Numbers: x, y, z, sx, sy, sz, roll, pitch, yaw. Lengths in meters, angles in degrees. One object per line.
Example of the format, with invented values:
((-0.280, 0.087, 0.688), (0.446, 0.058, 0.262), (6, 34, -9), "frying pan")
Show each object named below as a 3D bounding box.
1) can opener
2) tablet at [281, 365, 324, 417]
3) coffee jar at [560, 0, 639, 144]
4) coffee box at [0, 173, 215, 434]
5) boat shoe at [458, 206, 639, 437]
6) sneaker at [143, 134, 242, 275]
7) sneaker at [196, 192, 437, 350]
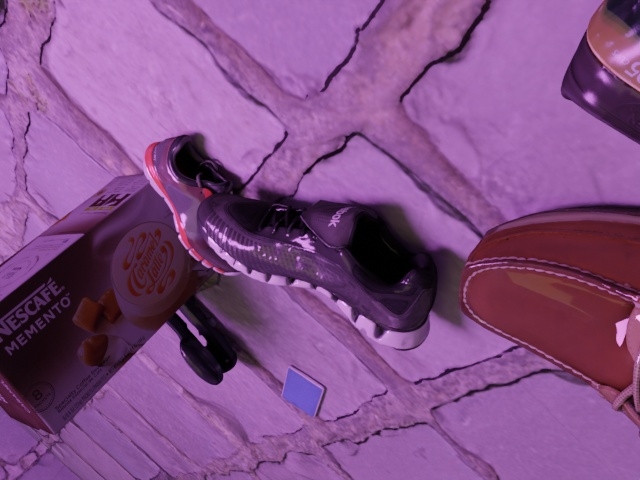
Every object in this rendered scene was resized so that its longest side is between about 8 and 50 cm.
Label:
((-0.175, 0.100, 0.784), (0.186, 0.059, 0.073), (54, 168, -1), "can opener")
((-0.023, 0.194, 0.781), (0.054, 0.006, 0.083), (30, 140, 14), "tablet")
((0.185, -0.114, 0.249), (0.096, 0.079, 0.184), (34, 142, 9), "coffee jar")
((-0.244, 0.055, 0.638), (0.098, 0.246, 0.141), (1, 127, 39), "coffee box")
((0.234, 0.073, 0.354), (0.323, 0.120, 0.123), (16, 135, 29), "boat shoe")
((-0.109, -0.033, 0.595), (0.064, 0.061, 0.158), (-19, 114, 41), "sneaker")
((0.000, 0.000, 0.522), (0.234, 0.078, 0.106), (27, 137, 11), "sneaker")
